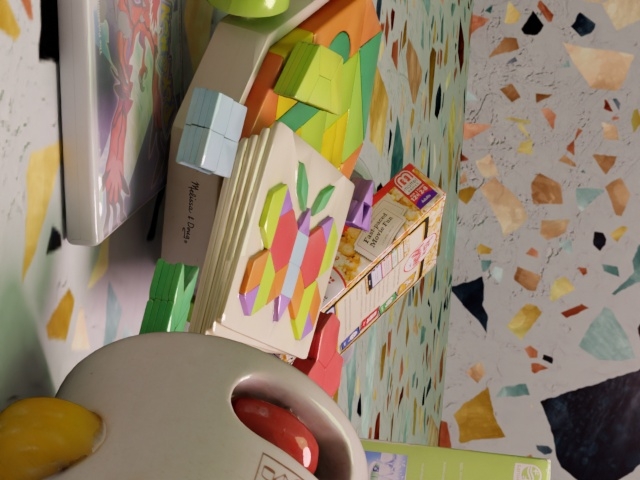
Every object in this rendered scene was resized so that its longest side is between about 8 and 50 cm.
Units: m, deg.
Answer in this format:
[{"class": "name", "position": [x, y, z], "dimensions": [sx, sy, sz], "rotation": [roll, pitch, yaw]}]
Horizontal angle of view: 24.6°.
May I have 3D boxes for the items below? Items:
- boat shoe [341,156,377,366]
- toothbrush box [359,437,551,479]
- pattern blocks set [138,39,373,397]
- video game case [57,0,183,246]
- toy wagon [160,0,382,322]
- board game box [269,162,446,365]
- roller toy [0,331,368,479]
[{"class": "boat shoe", "position": [0.004, 0.000, 1.392], "dimensions": [0.306, 0.113, 0.105], "rotation": [85, 7, -51]}, {"class": "toothbrush box", "position": [0.086, 0.275, 1.466], "dimensions": [0.206, 0.283, 0.122], "rotation": [62, 33, -70]}, {"class": "pattern blocks set", "position": [-0.027, 0.010, 0.983], "dimensions": [0.325, 0.026, 0.285], "rotation": [-8, 110, -68]}, {"class": "video game case", "position": [-0.121, -0.118, 0.919], "dimensions": [0.183, 0.023, 0.201], "rotation": [-56, 149, -69]}, {"class": "toy wagon", "position": [-0.018, -0.101, 1.102], "dimensions": [0.344, 0.068, 0.267], "rotation": [-46, 151, -54]}, {"class": "board game box", "position": [0.022, 0.041, 1.240], "dimensions": [0.193, 0.045, 0.147], "rotation": [-42, 161, -17]}, {"class": "roller toy", "position": [-0.076, 0.159, 0.816], "dimensions": [0.146, 0.191, 0.209], "rotation": [-73, 163, -46]}]
